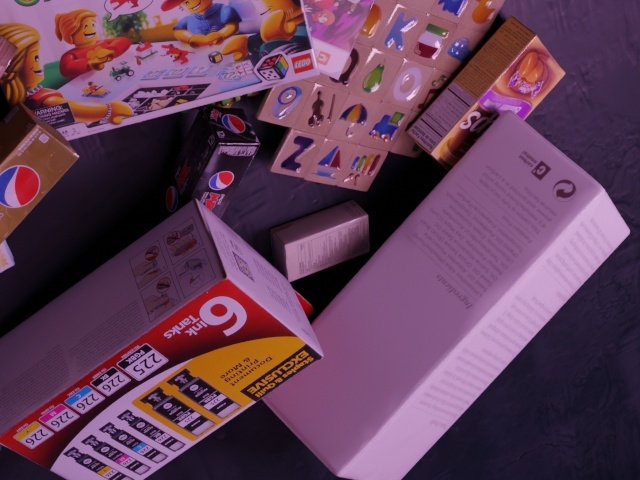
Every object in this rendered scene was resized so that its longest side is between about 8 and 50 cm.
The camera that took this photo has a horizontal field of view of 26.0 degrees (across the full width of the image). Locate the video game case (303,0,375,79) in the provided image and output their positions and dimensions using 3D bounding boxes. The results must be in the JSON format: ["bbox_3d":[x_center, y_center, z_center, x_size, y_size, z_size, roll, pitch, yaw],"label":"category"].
[{"bbox_3d":[-0.030,-0.304,1.386,0.210,0.042,0.232,20,109,-17],"label":"video game case"}]

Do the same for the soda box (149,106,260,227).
[{"bbox_3d":[-0.127,-0.065,1.494,0.053,0.060,0.169,0,138,-34],"label":"soda box"}]

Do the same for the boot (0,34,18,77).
[{"bbox_3d":[-0.387,-0.138,1.261,0.152,0.073,0.197,30,87,-14],"label":"boot"}]

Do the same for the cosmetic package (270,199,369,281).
[{"bbox_3d":[0.000,0.000,1.665,0.115,0.041,0.060,-19,130,-21],"label":"cosmetic package"}]

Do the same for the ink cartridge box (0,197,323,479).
[{"bbox_3d":[-0.169,0.142,1.545,0.309,0.130,0.272,-35,138,11],"label":"ink cartridge box"}]

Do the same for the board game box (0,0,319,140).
[{"bbox_3d":[-0.168,-0.212,1.336,0.305,0.053,0.193,-15,130,0],"label":"board game box"}]

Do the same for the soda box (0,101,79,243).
[{"bbox_3d":[-0.320,-0.041,1.331,0.181,0.058,0.061,-47,132,3],"label":"soda box"}]

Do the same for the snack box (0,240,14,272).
[{"bbox_3d":[-0.480,0.017,1.346,0.322,0.060,0.187,-28,131,-14],"label":"snack box"}]

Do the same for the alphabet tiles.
[{"bbox_3d":[0.074,-0.213,1.556,0.285,0.011,0.343,9,116,-47],"label":"alphabet tiles"}]

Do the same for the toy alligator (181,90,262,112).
[{"bbox_3d":[-0.113,-0.160,1.472,0.189,0.051,0.056,-27,131,-15],"label":"toy alligator"}]

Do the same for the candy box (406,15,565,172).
[{"bbox_3d":[0.200,-0.165,1.663,0.187,0.053,0.109,-48,146,6],"label":"candy box"}]

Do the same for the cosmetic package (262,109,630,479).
[{"bbox_3d":[0.156,0.082,1.698,0.453,0.161,0.230,-48,156,4],"label":"cosmetic package"}]
